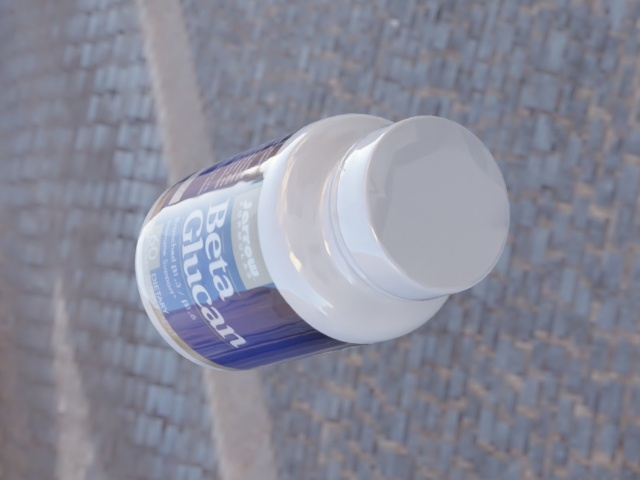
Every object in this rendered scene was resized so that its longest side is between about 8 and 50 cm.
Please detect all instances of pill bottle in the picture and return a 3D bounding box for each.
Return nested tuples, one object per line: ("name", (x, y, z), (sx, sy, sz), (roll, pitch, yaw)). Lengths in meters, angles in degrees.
("pill bottle", (0.000, 0.000, 0.770), (0.169, 0.094, 0.094), (-18, 64, 56))
